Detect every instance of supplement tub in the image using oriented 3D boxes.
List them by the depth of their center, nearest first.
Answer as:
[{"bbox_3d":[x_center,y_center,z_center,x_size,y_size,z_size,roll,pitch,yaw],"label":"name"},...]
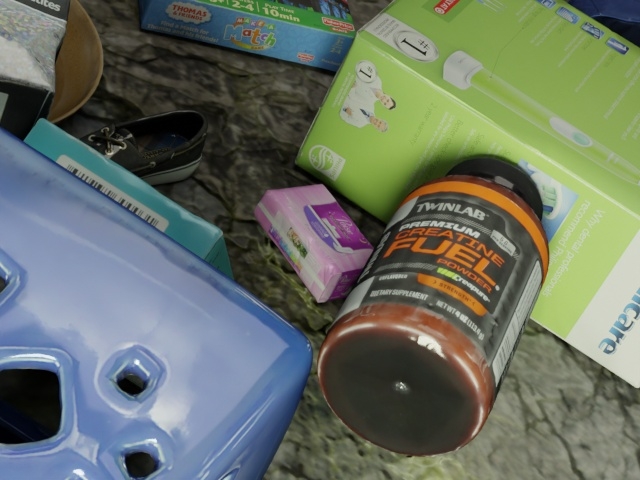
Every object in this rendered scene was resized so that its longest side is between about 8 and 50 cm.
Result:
[{"bbox_3d":[0.076,0.031,1.018,0.106,0.106,0.198,28,42,2],"label":"supplement tub"}]

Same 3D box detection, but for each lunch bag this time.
[{"bbox_3d":[0.242,-0.178,1.420,0.098,0.067,0.065,8,41,-25],"label":"lunch bag"}]

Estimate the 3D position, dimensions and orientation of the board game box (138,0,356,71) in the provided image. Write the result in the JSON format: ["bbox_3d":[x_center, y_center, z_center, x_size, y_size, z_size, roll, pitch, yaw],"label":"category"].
[{"bbox_3d":[-0.066,-0.221,1.305,0.160,0.039,0.211,10,38,-20],"label":"board game box"}]

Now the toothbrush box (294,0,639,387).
[{"bbox_3d":[0.159,-0.062,1.181,0.283,0.122,0.206,32,37,8],"label":"toothbrush box"}]

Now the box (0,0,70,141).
[{"bbox_3d":[-0.255,-0.099,0.807,0.247,0.163,0.142,14,45,-15],"label":"box"}]

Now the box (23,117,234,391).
[{"bbox_3d":[-0.096,0.025,0.835,0.100,0.244,0.060,32,78,8],"label":"box"}]

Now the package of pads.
[{"bbox_3d":[0.000,0.000,1.083,0.050,0.032,0.083,-10,50,-39],"label":"package of pads"}]

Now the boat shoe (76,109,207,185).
[{"bbox_3d":[-0.129,-0.055,1.062,0.142,0.040,0.049,-19,56,-45],"label":"boat shoe"}]

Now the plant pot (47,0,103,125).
[{"bbox_3d":[-0.258,-0.134,1.087,0.236,0.032,0.236,17,37,-13],"label":"plant pot"}]

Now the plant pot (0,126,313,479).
[{"bbox_3d":[-0.171,0.101,0.673,0.236,0.236,0.212,34,57,7],"label":"plant pot"}]
